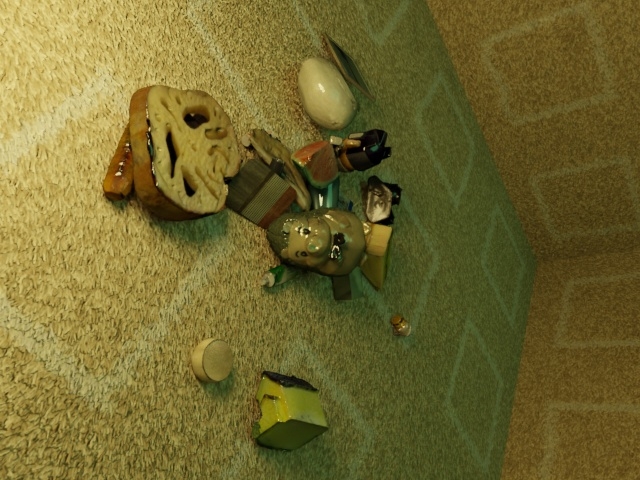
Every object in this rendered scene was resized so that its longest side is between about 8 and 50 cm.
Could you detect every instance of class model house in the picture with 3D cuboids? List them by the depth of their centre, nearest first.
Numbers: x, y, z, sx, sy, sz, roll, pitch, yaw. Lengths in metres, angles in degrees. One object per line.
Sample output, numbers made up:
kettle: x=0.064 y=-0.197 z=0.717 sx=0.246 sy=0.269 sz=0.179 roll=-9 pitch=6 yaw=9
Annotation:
model house: x=-0.114 y=0.498 z=1.641 sx=0.194 sy=0.170 sz=0.211 roll=26 pitch=33 yaw=-39
model house: x=0.265 y=-0.162 z=2.306 sx=0.164 sy=0.141 sz=0.203 roll=-1 pitch=103 yaw=-74

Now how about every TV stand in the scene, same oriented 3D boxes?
TV stand: x=0.094 y=0.084 z=2.014 sx=0.088 sy=0.083 sz=0.269 roll=-5 pitch=90 yaw=-55

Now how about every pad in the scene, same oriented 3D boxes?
pad: x=-0.221 y=-0.066 z=1.665 sx=0.250 sy=0.055 sz=0.323 roll=36 pitch=77 yaw=-50

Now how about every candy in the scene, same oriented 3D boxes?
candy: x=0.017 y=-0.533 z=1.988 sx=0.295 sy=0.185 sz=0.295 roll=50 pitch=19 yaw=-24

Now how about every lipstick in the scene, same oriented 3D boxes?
lipstick: x=-0.204 y=-0.337 z=1.779 sx=0.131 sy=0.038 sz=0.038 roll=-29 pitch=105 yaw=-52

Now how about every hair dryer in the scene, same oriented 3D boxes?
hair dryer: x=-0.219 y=-0.190 z=1.664 sx=0.195 sy=0.050 sz=0.173 roll=11 pitch=111 yaw=-38

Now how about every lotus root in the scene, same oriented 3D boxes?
lotus root: x=-0.362 y=-0.240 z=1.441 sx=0.375 sy=0.111 sz=0.390 roll=63 pitch=34 yaw=-38

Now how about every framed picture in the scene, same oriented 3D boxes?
framed picture: x=0.115 y=-0.705 z=2.203 sx=0.213 sy=0.016 sz=0.289 roll=26 pitch=35 yaw=-46

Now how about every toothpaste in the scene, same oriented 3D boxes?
toothpaste: x=-0.116 y=0.107 z=1.782 sx=0.248 sy=0.047 sz=0.078 roll=-19 pitch=95 yaw=-55

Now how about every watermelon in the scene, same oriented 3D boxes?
watermelon: x=-0.019 y=-0.242 z=1.831 sx=0.231 sy=0.128 sz=0.146 roll=-42 pitch=121 yaw=-45

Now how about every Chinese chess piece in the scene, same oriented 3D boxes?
Chinese chess piece: x=-0.295 y=0.329 z=1.486 sx=0.122 sy=0.051 sz=0.122 roll=21 pitch=63 yaw=-49

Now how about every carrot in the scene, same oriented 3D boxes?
carrot: x=-0.480 y=-0.220 z=1.367 sx=0.070 sy=0.070 sz=0.260 roll=38 pitch=51 yaw=-41

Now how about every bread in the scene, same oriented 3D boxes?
bread: x=0.196 y=0.068 z=2.203 sx=0.264 sy=0.163 sz=0.167 roll=87 pitch=21 yaw=-48

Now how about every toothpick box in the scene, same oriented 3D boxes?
toothpick box: x=0.008 y=-0.155 z=1.947 sx=0.120 sy=0.120 sz=0.184 roll=15 pitch=73 yaw=-50

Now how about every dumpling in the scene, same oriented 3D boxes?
dumpling: x=-0.138 y=-0.242 z=1.803 sx=0.332 sy=0.086 sz=0.166 roll=55 pitch=24 yaw=-27

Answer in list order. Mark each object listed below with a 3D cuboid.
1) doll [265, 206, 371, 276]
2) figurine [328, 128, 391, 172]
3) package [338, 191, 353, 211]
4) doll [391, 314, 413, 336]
doll: x=0.000 y=0.000 z=1.771 sx=0.350 sy=0.247 sz=0.247 roll=8 pitch=74 yaw=-32
figurine: x=0.119 y=-0.322 z=2.002 sx=0.308 sy=0.309 sz=0.143 roll=-19 pitch=102 yaw=-53
package: x=0.063 y=-0.118 z=2.083 sx=0.173 sy=0.027 sz=0.171 roll=37 pitch=54 yaw=-39
doll: x=0.349 y=0.379 z=2.310 sx=0.084 sy=0.073 sz=0.127 roll=-46 pitch=119 yaw=-9
